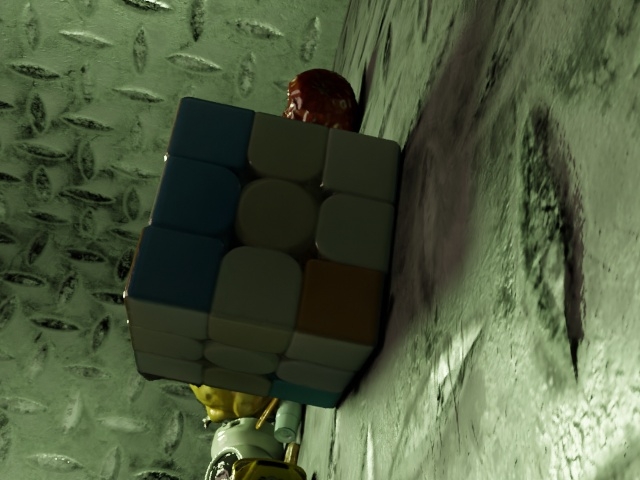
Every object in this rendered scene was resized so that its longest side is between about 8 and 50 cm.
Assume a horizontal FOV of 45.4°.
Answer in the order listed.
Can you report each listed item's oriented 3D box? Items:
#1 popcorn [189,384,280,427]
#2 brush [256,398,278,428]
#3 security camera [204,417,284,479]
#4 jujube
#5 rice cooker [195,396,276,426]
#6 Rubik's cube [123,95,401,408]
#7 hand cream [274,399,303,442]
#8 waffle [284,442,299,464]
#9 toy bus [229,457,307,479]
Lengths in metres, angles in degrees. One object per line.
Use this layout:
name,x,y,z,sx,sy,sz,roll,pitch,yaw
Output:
popcorn,-0.209,0.338,1.885,0.281,0.315,0.297,-57,27,1
brush,-0.072,0.311,1.730,0.272,0.013,0.103,-58,5,1
security camera,-0.185,0.583,1.891,0.236,0.194,0.195,-89,12,-53
jujube,-0.003,-0.295,1.895,0.232,0.212,0.213,114,168,-44
rice cooker,-0.243,0.457,2.425,0.316,0.264,0.317,-18,60,35
Rubik's cube,-0.091,0.035,1.195,0.346,0.346,0.344,113,166,-62
hand cream,-0.056,0.334,1.804,0.331,0.058,0.085,-76,-14,-54
waffle,-0.071,0.516,1.690,0.092,0.021,0.135,122,161,-71
toy bus,-0.101,0.538,1.291,0.151,0.145,0.331,118,161,-68
